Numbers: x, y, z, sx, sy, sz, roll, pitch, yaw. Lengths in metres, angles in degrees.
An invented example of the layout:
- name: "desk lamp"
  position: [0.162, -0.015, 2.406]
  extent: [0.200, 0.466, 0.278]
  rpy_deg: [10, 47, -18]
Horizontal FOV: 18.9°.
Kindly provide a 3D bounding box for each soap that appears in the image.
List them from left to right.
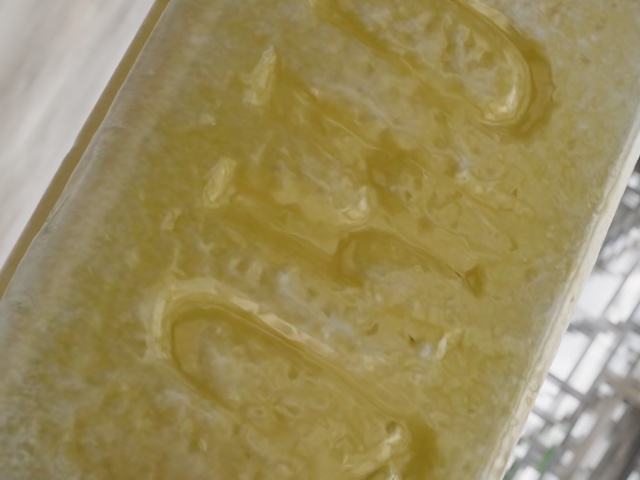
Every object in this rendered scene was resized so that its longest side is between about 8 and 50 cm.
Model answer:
- name: "soap"
  position: [0.000, 0.000, 0.633]
  extent: [0.274, 0.173, 0.089]
  rpy_deg: [-64, -168, -23]
